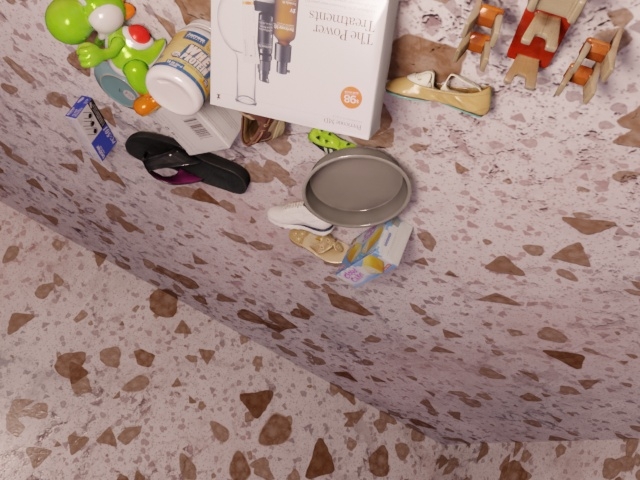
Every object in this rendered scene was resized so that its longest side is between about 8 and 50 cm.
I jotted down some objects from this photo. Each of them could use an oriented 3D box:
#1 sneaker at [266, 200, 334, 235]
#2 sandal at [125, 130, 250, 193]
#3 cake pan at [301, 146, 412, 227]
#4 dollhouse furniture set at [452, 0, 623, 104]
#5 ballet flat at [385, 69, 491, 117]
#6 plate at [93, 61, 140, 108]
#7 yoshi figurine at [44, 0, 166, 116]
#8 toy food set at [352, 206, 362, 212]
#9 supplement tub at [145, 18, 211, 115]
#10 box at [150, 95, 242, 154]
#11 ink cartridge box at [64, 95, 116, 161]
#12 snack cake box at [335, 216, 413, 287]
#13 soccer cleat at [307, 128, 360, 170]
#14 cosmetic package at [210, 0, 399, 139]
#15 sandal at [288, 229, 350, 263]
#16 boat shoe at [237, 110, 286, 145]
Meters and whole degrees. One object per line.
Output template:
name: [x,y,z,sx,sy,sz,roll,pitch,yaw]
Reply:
sneaker: [-0.066,-0.090,1.946,0.235,0.090,0.094,9,136,19]
sandal: [-0.448,-0.238,1.944,0.446,0.107,0.167,18,151,12]
cake pan: [0.097,-0.142,1.624,0.293,0.054,0.293,1,143,1]
dollhouse furniture set: [0.396,-0.389,1.055,0.262,0.135,0.259,20,163,8]
ballet flat: [0.256,-0.331,1.301,0.232,0.080,0.073,17,123,9]
plate: [-0.588,-0.448,1.783,0.188,0.024,0.188,19,150,11]
yoshi figurine: [-0.541,-0.485,1.512,0.204,0.203,0.362,11,147,37]
toy food set: [0.092,-0.132,1.745,0.218,0.071,0.128,31,151,-13]
supplement tub: [-0.309,-0.413,1.438,0.144,0.199,0.144,18,152,10]
box: [-0.338,-0.345,1.663,0.182,0.119,0.181,-2,143,40]
ink cartridge box: [-0.746,-0.363,1.972,0.046,0.097,0.207,16,150,16]
snack cake box: [0.166,0.036,1.893,0.089,0.152,0.264,32,151,-12]
soccer cleat: [0.046,-0.245,1.616,0.179,0.060,0.072,33,170,-16]
cosmetic package: [-0.045,-0.392,1.256,0.377,0.097,0.284,15,124,16]
sandal: [-0.003,0.006,2.038,0.240,0.088,0.079,21,158,17]
boat shoe: [-0.151,-0.342,1.483,0.123,0.123,0.342,55,159,12]
